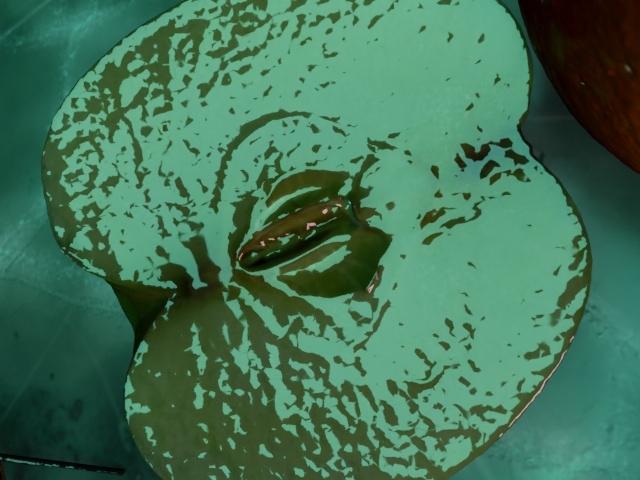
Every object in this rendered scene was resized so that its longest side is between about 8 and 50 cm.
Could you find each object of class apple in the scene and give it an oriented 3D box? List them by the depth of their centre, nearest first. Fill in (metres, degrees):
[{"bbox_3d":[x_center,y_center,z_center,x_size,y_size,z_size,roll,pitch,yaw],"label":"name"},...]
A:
[{"bbox_3d":[0.000,0.000,0.559,0.360,0.320,0.312,-22,41,11],"label":"apple"}]

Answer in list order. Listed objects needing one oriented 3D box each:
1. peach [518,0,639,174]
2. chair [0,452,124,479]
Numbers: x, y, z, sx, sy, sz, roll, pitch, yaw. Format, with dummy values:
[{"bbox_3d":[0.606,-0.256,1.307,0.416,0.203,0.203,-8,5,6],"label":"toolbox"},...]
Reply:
[{"bbox_3d":[0.301,-0.171,0.427,0.388,0.388,0.388,-2,85,18],"label":"peach"},{"bbox_3d":[-0.330,0.279,0.713,0.247,0.172,0.159,6,89,12],"label":"chair"}]
